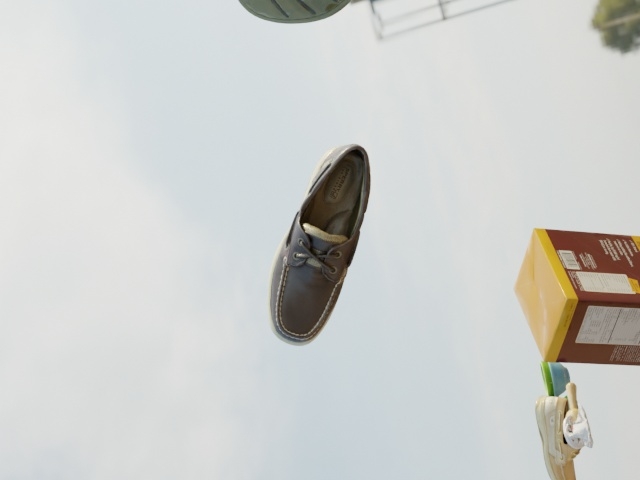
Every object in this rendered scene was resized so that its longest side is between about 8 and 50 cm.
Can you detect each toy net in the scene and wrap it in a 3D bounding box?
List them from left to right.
[{"bbox_3d":[0.405,0.289,2.023,0.232,0.045,0.122,-90,-11,-68],"label":"toy net"}]

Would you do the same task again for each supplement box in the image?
[{"bbox_3d":[0.441,0.090,1.985,0.191,0.194,0.129,-103,20,-53],"label":"supplement box"}]

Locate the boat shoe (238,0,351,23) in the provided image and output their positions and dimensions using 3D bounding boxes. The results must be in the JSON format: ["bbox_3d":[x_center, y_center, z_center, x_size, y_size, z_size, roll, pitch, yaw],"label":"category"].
[{"bbox_3d":[0.021,-0.364,1.528,0.113,0.302,0.103,41,-131,-31],"label":"boat shoe"}]

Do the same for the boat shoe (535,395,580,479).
[{"bbox_3d":[0.399,0.334,2.023,0.063,0.059,0.170,-40,-63,-56],"label":"boat shoe"}]

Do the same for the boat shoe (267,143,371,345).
[{"bbox_3d":[0.000,0.000,1.651,0.092,0.102,0.285,114,177,-81],"label":"boat shoe"}]
